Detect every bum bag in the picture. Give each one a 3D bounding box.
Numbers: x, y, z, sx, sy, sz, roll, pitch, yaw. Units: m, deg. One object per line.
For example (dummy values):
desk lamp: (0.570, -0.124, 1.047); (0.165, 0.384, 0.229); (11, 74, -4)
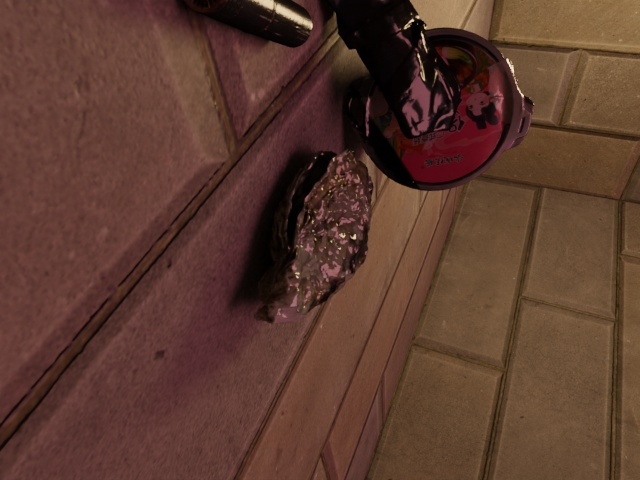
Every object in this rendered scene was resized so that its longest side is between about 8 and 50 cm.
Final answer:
bum bag: (0.104, -0.275, 0.670); (0.137, 0.074, 0.310); (-48, 113, -21)

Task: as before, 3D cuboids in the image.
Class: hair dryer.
hair dryer: (-0.053, -0.287, 0.427); (0.173, 0.050, 0.195); (-29, 127, -67)

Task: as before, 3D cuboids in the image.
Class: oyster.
oyster: (0.000, 0.000, 0.656); (0.268, 0.112, 0.198); (-68, 159, -13)

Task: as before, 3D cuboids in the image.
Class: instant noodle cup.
instant noodle cup: (0.193, -0.234, 0.850); (0.182, 0.302, 0.259); (-87, -166, -69)
